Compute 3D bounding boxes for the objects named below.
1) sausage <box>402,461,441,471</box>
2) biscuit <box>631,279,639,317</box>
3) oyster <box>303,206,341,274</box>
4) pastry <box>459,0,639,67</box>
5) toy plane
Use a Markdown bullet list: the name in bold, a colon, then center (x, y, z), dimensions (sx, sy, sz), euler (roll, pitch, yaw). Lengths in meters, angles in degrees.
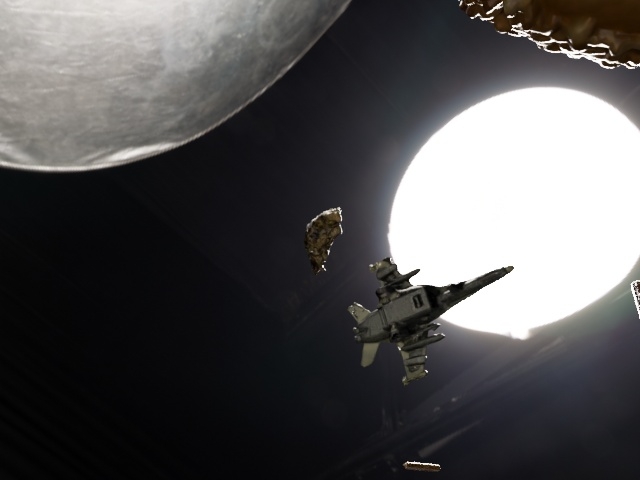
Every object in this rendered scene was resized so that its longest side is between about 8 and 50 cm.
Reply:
- **sausage**: center (0.213, 0.475, 1.040), dimensions (0.015, 0.100, 0.015), euler (-45, -143, 48)
- **biscuit**: center (0.541, 0.151, 0.757), dimensions (0.073, 0.107, 0.388), euler (-19, -178, 31)
- **oyster**: center (0.001, -0.009, 0.805), dimensions (0.148, 0.051, 0.103), euler (127, -28, -47)
- **pastry**: center (0.215, -0.317, 0.413), dimensions (0.245, 0.409, 0.410), euler (-53, -176, 47)
- **toy plane**: center (0.147, 0.091, 0.711), dimensions (0.262, 0.088, 0.192), euler (-37, -124, 36)
